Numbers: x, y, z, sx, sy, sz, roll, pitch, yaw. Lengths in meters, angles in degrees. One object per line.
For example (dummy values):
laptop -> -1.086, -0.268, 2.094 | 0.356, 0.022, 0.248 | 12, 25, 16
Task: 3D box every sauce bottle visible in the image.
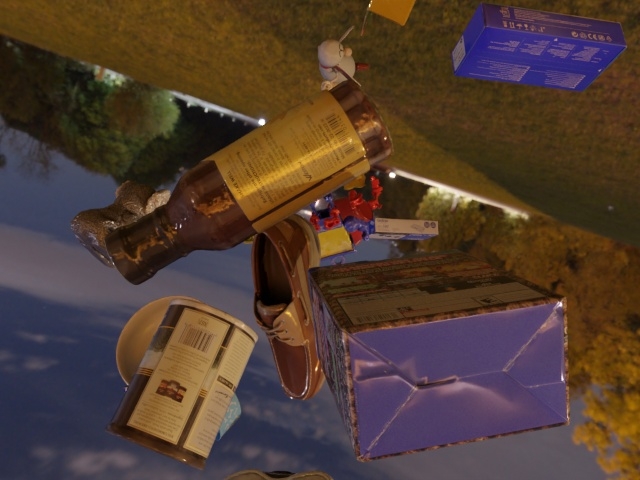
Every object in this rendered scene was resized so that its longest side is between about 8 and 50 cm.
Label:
sauce bottle -> -0.087, -0.062, 0.648 | 0.111, 0.344, 0.111 | 61, 179, 1

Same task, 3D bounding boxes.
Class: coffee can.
coffee can -> -0.268, 0.284, 1.103 | 0.201, 0.275, 0.201 | 18, 154, 9

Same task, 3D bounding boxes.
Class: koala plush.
koala plush -> -0.481, -0.055, 1.378 | 0.196, 0.221, 0.203 | 15, 151, 37

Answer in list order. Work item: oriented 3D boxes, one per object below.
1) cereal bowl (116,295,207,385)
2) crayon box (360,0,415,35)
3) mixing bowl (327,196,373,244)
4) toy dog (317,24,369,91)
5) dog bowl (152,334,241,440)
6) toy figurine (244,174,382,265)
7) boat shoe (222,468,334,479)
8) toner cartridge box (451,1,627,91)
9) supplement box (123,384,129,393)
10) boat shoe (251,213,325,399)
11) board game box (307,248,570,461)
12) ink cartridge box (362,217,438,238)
cereal bowl -> -0.471, 0.357, 1.791 | 0.339, 0.339, 0.141 | 19, 155, 16
crayon box -> 0.178, -0.547, 1.021 | 0.081, 0.202, 0.318 | 23, 138, -2
mixing bowl -> 0.119, -0.086, 1.918 | 0.098, 0.181, 0.181 | -33, 150, 31
toy dog -> 0.075, -0.531, 1.667 | 0.161, 0.220, 0.334 | -6, -152, 2
dog bowl -> -0.296, 0.333, 1.329 | 0.074, 0.166, 0.297 | -29, -115, -33
toy figurine -> 0.000, 0.000, 1.392 | 0.362, 0.217, 0.191 | -17, -146, 2
boat shoe -> -0.096, 0.615, 1.317 | 0.340, 0.127, 0.113 | -20, 136, 23
toner cartridge box -> 0.500, -0.443, 1.285 | 0.347, 0.075, 0.165 | 4, 157, -11
supplement box -> -0.425, 0.446, 1.526 | 0.220, 0.111, 0.114 | -9, 176, 30
boat shoe -> -0.065, 0.120, 0.945 | 0.123, 0.324, 0.116 | -5, -175, 36
board game box -> 0.120, 0.115, 0.683 | 0.232, 0.141, 0.291 | -7, -170, -6
ink cartridge box -> 0.239, -0.033, 1.662 | 0.207, 0.046, 0.097 | 2, 169, -19
